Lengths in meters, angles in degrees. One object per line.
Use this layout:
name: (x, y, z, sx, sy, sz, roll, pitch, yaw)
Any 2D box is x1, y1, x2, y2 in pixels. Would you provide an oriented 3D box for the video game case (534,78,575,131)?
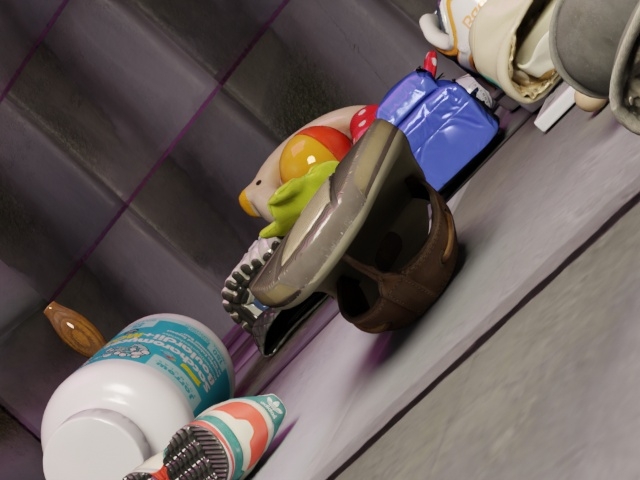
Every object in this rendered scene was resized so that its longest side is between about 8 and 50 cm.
video game case: (0.192, -0.128, 0.731, 0.122, 0.011, 0.087, -47, 1, 29)

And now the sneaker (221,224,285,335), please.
sneaker: (0.004, -0.027, 1.317, 0.330, 0.130, 0.147, -47, 4, 34)

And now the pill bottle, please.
pill bottle: (-0.177, 0.170, 1.070, 0.146, 0.146, 0.264, -48, 2, 13)

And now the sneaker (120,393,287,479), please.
sneaker: (-0.072, 0.145, 0.712, 0.075, 0.057, 0.161, -28, -13, -39)

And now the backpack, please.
backpack: (0.103, -0.103, 0.979, 0.098, 0.101, 0.120, -39, 2, 13)

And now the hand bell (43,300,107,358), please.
hand bell: (-0.246, 0.162, 1.364, 0.126, 0.242, 0.126, -49, 1, 1)

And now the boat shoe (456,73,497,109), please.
boat shoe: (0.150, -0.142, 1.337, 0.076, 0.083, 0.226, -35, 6, -30)

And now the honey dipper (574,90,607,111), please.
honey dipper: (0.180, -0.121, 0.555, 0.161, 0.030, 0.030, -49, 1, 43)

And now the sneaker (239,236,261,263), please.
sneaker: (0.000, 0.000, 1.504, 0.292, 0.110, 0.118, -43, -10, -11)

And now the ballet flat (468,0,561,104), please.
ballet flat: (0.197, -0.188, 0.729, 0.248, 0.086, 0.086, -49, 1, 30)

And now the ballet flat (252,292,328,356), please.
ballet flat: (-0.017, 0.069, 1.248, 0.173, 0.057, 0.049, -48, 42, 33)

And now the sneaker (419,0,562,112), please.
sneaker: (0.169, -0.194, 0.976, 0.126, 0.127, 0.321, -49, 0, 10)

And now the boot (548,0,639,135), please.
boot: (0.133, -0.082, 0.384, 0.189, 0.076, 0.208, -50, 7, 40)

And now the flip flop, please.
flip flop: (0.037, 0.010, 0.618, 0.112, 0.080, 0.277, -53, -14, 0)

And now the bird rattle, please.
bird rattle: (0.017, -0.086, 1.113, 0.207, 0.143, 0.253, 10, 61, 50)
